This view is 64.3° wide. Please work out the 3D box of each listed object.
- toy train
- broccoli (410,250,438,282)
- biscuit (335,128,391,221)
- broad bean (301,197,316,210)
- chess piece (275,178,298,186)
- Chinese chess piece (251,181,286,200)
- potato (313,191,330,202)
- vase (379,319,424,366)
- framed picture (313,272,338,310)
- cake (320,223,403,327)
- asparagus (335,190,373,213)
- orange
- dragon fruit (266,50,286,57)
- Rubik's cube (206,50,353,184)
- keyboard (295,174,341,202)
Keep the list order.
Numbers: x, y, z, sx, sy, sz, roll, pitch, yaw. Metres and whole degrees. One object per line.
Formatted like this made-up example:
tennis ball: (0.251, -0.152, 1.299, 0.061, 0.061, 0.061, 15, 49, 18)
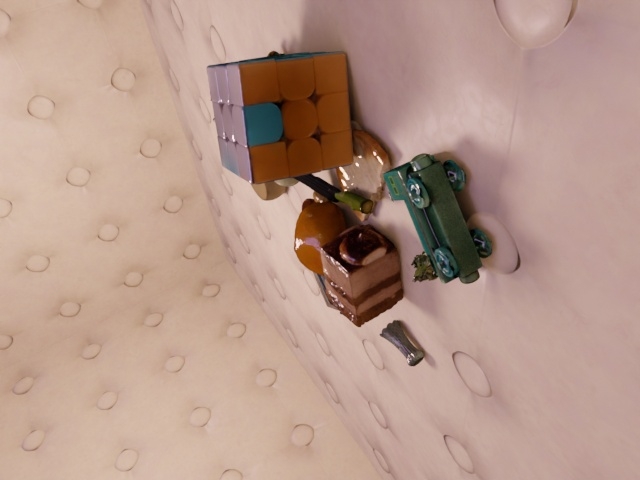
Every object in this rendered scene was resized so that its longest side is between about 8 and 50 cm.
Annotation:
toy train: (0.255, -0.047, 1.123, 0.298, 0.120, 0.194, 66, 169, -9)
broccoli: (0.266, 0.069, 1.274, 0.096, 0.092, 0.095, 1, 135, 40)
biscuit: (0.108, -0.198, 1.413, 0.205, 0.040, 0.309, 56, 160, 20)
broad bean: (-0.016, -0.077, 1.852, 0.114, 0.084, 0.165, -21, 89, 55)
chess piece: (-0.128, -0.308, 1.721, 0.182, 0.182, 0.330, 54, 164, 25)
Chinese chess piece: (-0.239, -0.296, 2.113, 0.273, 0.102, 0.273, 54, 161, 28)
potato: (0.005, -0.143, 1.761, 0.083, 0.040, 0.051, 49, 147, 32)
vase: (0.269, 0.339, 1.658, 0.149, 0.081, 0.081, 49, 157, 29)
framed picture: (0.018, 0.145, 2.145, 0.335, 0.022, 0.247, 67, 161, -11)
cake: (0.114, 0.078, 1.525, 0.199, 0.196, 0.293, 45, 155, 47)
asparagus: (0.092, -0.113, 1.444, 0.178, 0.041, 0.045, -145, 56, -61)
orange: (0.000, 0.000, 1.672, 0.249, 0.183, 0.249, 165, 90, -89)
dragon fruit: (-0.117, -0.494, 1.528, 0.142, 0.138, 0.175, -54, 38, 42)
Rubik's cube: (-0.111, -0.334, 1.352, 0.290, 0.291, 0.292, 34, 134, 58)
keyboard: (-0.044, -0.200, 1.637, 0.262, 0.016, 0.106, 30, 165, -9)
